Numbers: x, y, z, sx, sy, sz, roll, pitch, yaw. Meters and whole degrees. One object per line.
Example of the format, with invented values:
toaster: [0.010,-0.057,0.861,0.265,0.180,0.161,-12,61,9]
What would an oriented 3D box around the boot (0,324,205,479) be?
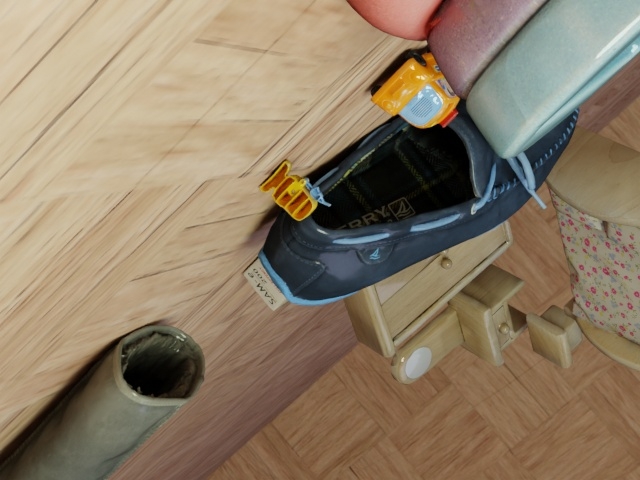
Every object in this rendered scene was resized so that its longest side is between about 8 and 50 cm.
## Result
boot: [-0.171,0.151,0.766,0.208,0.076,0.189,-36,-171,24]

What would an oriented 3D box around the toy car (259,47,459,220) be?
toy car: [0.029,-0.054,0.693,0.122,0.040,0.060,-43,173,11]

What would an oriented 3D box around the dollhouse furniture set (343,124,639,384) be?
dollhouse furniture set: [0.195,0.077,1.051,0.174,0.355,0.303,-39,134,-21]

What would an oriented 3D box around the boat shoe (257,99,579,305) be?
boat shoe: [0.082,-0.040,0.803,0.258,0.109,0.089,-39,170,-29]

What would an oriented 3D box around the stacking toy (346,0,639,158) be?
stacking toy: [0.162,-0.152,0.440,0.309,0.130,0.279,-41,173,0]

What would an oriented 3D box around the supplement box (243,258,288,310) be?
supplement box: [0.000,0.000,0.884,0.098,0.036,0.062,-45,171,30]
